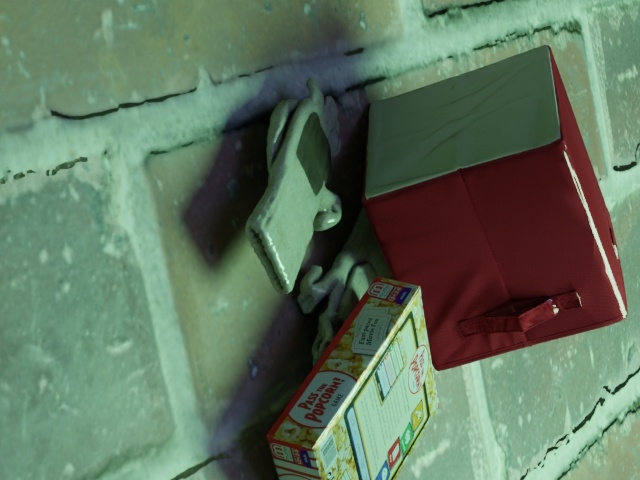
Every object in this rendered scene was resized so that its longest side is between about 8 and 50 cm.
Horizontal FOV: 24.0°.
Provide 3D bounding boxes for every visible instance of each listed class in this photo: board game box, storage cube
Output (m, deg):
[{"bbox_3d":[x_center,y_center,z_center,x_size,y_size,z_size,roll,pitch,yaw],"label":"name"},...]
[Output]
[{"bbox_3d":[0.033,0.148,1.245,0.193,0.045,0.147,-53,144,-40],"label":"board game box"},{"bbox_3d":[0.157,-0.030,1.358,0.215,0.183,0.193,-82,151,-57],"label":"storage cube"}]

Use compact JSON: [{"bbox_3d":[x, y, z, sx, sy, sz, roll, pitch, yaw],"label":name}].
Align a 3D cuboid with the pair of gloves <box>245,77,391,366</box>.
[{"bbox_3d":[0.000,0.000,1.274,0.240,0.042,0.204,62,32,-41],"label":"pair of gloves"}]
